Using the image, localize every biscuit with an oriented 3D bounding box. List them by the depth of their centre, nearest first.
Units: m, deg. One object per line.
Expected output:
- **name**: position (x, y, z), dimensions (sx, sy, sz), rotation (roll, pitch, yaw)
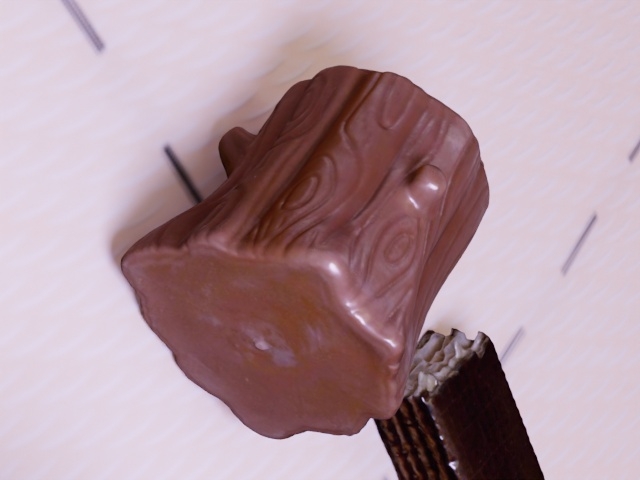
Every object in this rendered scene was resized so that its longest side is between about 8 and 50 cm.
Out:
- **biscuit**: position (0.128, 0.196, 1.553), dimensions (0.106, 0.070, 0.252), rotation (-43, 119, -40)

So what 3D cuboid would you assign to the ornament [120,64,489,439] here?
- **ornament**: position (0.000, 0.000, 1.341), dimensions (0.218, 0.221, 0.235), rotation (-57, 168, -37)
